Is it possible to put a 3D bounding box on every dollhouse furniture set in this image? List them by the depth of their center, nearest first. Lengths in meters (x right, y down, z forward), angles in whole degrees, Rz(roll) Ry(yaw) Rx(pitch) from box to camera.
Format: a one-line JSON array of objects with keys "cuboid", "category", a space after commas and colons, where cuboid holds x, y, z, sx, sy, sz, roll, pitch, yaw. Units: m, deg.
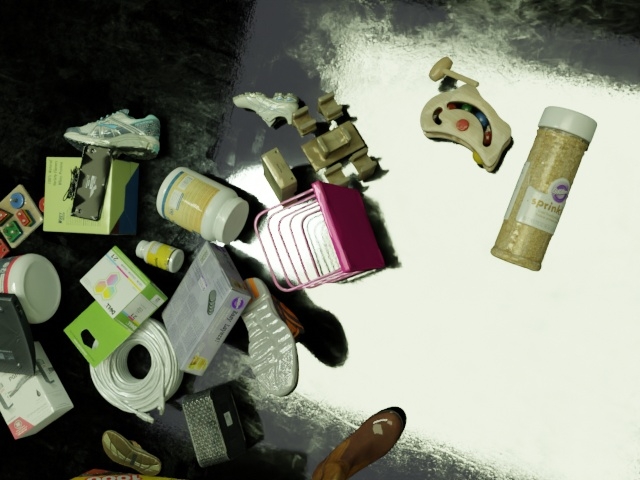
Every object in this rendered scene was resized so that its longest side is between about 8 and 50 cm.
[{"cuboid": [-0.015, -0.200, 1.791, 0.242, 0.161, 0.212, -29, 80, -8], "category": "dollhouse furniture set"}]

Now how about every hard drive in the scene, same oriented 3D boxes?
[{"cuboid": [-0.837, 0.238, 1.896, 0.171, 0.054, 0.255, 4, 123, 8], "category": "hard drive"}]

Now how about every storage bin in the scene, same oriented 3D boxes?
[{"cuboid": [-0.266, 0.465, 1.835, 0.084, 0.122, 0.180, -18, 84, 16], "category": "storage bin"}]

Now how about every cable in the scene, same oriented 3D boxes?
[{"cuboid": [-0.483, 0.324, 1.923, 0.257, 0.089, 0.257, 17, 93, 17], "category": "cable"}]

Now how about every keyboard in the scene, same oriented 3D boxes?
[{"cuboid": [-0.595, -0.151, 1.861, 0.100, 0.038, 0.192, 13, 92, -7], "category": "keyboard"}]

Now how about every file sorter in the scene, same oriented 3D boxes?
[{"cuboid": [0.000, 0.000, 1.681, 0.182, 0.290, 0.202, -22, 82, 18], "category": "file sorter"}]

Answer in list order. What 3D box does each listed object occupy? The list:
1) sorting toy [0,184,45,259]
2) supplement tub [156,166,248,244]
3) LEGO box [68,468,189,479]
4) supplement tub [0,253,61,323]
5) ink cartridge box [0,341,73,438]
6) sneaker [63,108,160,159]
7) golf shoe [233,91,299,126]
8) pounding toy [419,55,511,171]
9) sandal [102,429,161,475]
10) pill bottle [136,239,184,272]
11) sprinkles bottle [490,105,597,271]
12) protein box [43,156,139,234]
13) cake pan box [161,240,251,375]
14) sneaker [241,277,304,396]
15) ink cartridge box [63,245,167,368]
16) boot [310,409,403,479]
[{"cuboid": [-0.883, -0.064, 2.075, 0.274, 0.046, 0.132, -39, 78, 13], "category": "sorting toy"}, {"cuboid": [-0.298, -0.086, 1.846, 0.199, 0.144, 0.144, 26, 96, 16], "category": "supplement tub"}, {"cuboid": [-0.442, 0.718, 1.753, 0.499, 0.372, 0.193, 1, 89, 16], "category": "LEGO box"}, {"cuboid": [-0.876, 0.145, 1.992, 0.272, 0.191, 0.191, -9, 86, 16], "category": "supplement tub"}, {"cuboid": [-0.815, 0.413, 2.020, 0.158, 0.092, 0.218, -35, 77, 12], "category": "ink cartridge box"}, {"cuboid": [-0.555, -0.290, 1.967, 0.282, 0.110, 0.122, 6, 73, 14], "category": "sneaker"}, {"cuboid": [-0.143, -0.332, 1.848, 0.176, 0.069, 0.086, 6, 96, 18], "category": "golf shoe"}, {"cuboid": [0.313, -0.279, 1.659, 0.154, 0.155, 0.269, -40, 78, 8], "category": "pounding toy"}, {"cuboid": [-0.504, 0.568, 1.948, 0.180, 0.049, 0.072, 28, 103, 1], "category": "sandal"}, {"cuboid": [-0.426, 0.038, 1.924, 0.116, 0.065, 0.065, 18, 94, 17], "category": "pill bottle"}, {"cuboid": [0.495, -0.114, 1.619, 0.121, 0.121, 0.356, 21, 95, 16], "category": "sprinkles bottle"}, {"cuboid": [-0.612, -0.117, 1.947, 0.201, 0.136, 0.200, 3, 90, 16], "category": "protein box"}, {"cuboid": [-0.291, 0.160, 1.798, 0.246, 0.070, 0.267, -56, 33, 11], "category": "cake pan box"}, {"cuboid": [-0.091, 0.241, 1.742, 0.124, 0.180, 0.321, -31, 52, 14], "category": "sneaker"}, {"cuboid": [-0.553, 0.171, 1.872, 0.255, 0.097, 0.188, -46, 53, -11], "category": "ink cartridge box"}, {"cuboid": [0.059, 0.501, 1.652, 0.264, 0.280, 0.096, -34, 80, 13], "category": "boot"}]
